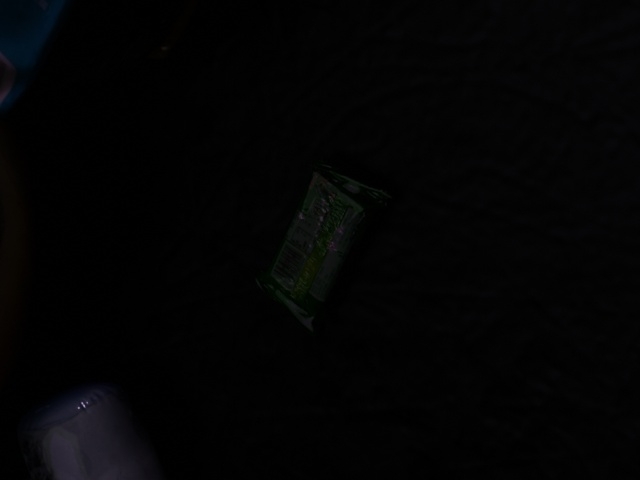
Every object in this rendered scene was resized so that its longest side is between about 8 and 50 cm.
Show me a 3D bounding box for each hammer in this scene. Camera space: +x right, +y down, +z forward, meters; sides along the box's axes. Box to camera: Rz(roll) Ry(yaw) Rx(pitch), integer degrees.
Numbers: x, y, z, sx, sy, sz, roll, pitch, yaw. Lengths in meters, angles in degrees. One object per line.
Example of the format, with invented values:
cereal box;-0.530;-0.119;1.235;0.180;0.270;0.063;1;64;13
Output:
hammer;-0.157;0.150;0.975;0.194;0.069;0.116;-23;91;48

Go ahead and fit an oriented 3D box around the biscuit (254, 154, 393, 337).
biscuit;0.000;0.000;0.828;0.046;0.016;0.089;39;125;19

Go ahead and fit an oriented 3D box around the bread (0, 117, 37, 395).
bread;-0.280;-0.034;0.919;0.270;0.211;0.315;10;119;26

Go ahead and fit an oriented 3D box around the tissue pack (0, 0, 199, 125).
tissue pack;-0.147;-0.220;0.786;0.271;0.134;0.192;52;135;11
